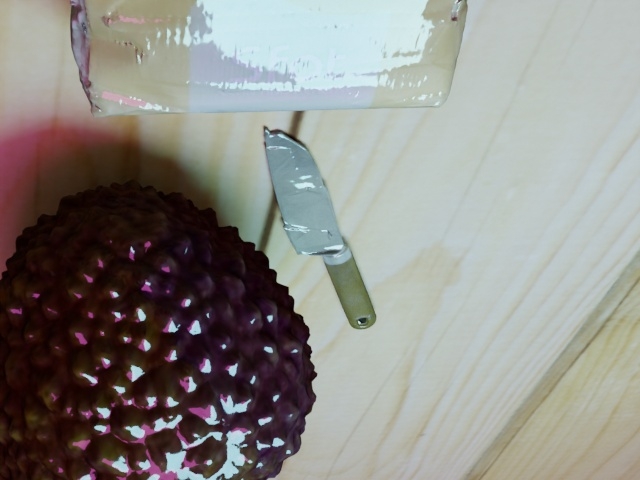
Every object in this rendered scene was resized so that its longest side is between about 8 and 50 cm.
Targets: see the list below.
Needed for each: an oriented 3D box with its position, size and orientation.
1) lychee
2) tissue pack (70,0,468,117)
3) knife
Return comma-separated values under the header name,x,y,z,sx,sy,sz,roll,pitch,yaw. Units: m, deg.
name,x,y,z,sx,sy,sz,roll,pitch,yaw
lychee,-0.132,0.081,0.775,0.271,0.271,0.271,-7,146,-5
tissue pack,-0.025,-0.150,0.585,0.222,0.090,0.186,-3,143,-12
knife,0.000,0.002,0.878,0.047,0.017,0.298,-9,147,8
